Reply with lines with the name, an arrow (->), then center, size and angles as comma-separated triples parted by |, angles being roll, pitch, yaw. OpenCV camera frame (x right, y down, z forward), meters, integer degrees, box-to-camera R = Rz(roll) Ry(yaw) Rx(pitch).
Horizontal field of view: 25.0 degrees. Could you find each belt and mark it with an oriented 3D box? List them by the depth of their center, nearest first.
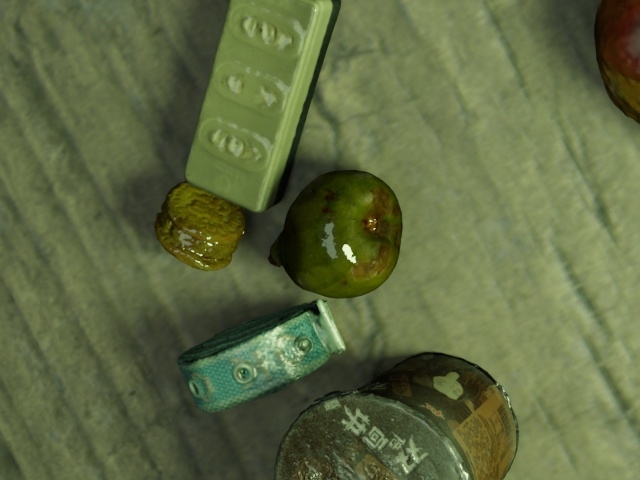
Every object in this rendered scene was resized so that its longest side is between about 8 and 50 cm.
belt -> -0.072, 0.131, 1.578 | 0.163, 0.147, 0.082 | -17, 100, 56

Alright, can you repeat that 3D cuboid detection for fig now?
fig -> 0.017, -0.006, 1.532 | 0.126, 0.185, 0.133 | -19, 93, -13

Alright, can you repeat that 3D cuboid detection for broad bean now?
broad bean -> 0.347, -0.159, 1.314 | 0.228, 0.122, 0.156 | 39, 91, 4

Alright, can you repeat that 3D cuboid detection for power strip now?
power strip -> -0.065, -0.154, 1.537 | 0.105, 0.070, 0.257 | 24, 114, 18

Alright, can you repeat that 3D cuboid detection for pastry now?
pastry -> -0.131, -0.018, 1.588 | 0.057, 0.097, 0.109 | -57, 35, 32

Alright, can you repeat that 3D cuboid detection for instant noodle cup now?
instant noodle cup -> 0.091, 0.226, 1.486 | 0.217, 0.207, 0.218 | 7, 106, 25
